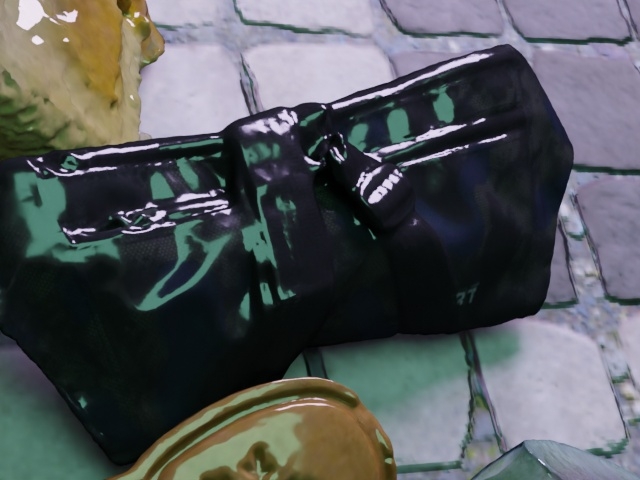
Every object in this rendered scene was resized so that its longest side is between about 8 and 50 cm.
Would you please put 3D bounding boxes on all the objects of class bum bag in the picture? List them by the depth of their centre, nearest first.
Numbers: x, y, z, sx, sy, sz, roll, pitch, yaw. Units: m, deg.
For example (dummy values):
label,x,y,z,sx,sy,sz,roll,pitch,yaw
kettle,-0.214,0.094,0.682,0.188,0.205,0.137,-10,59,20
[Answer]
label,x,y,z,sx,sy,sz,roll,pitch,yaw
bum bag,0.000,0.000,0.620,0.310,0.074,0.137,-17,100,-27

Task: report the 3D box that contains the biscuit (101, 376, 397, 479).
label,x,y,z,sx,sy,sz,roll,pitch,yaw
biscuit,-0.024,0.122,0.563,0.140,0.023,0.118,-36,95,-21

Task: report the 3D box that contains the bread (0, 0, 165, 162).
label,x,y,z,sx,sy,sz,roll,pitch,yaw
bread,-0.181,-0.111,0.592,0.251,0.133,0.174,12,59,-16

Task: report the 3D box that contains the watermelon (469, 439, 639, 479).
label,x,y,z,sx,sy,sz,roll,pitch,yaw
watermelon,0.121,0.243,0.514,0.175,0.188,0.322,-20,71,18
